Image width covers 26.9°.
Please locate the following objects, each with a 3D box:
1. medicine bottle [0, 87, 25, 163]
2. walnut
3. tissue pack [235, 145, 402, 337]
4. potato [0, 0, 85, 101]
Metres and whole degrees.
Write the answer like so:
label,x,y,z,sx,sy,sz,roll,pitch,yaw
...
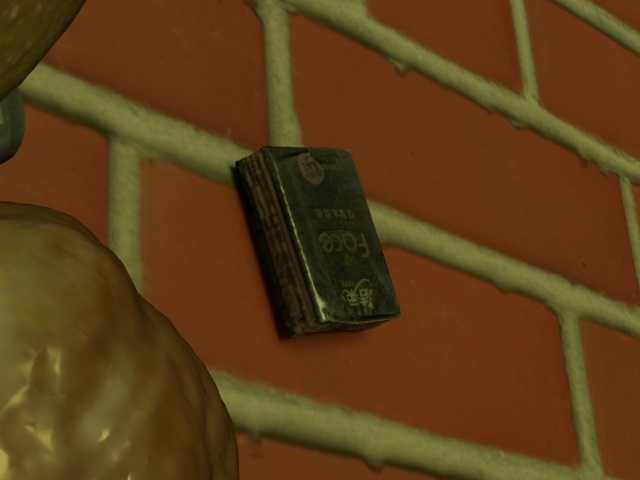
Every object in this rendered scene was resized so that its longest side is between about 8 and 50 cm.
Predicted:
label,x,y,z,sx,sy,sz,roll,pitch,yaw
medicine bottle,-0.278,-0.060,0.797,0.203,0.083,0.083,-23,87,-46
walnut,-0.202,0.151,0.591,0.306,0.306,0.344,44,49,-23
tissue pack,0.000,0.000,1.102,0.112,0.051,0.156,-1,70,-50
potato,-0.276,-0.236,0.576,0.319,0.442,0.385,36,66,4
